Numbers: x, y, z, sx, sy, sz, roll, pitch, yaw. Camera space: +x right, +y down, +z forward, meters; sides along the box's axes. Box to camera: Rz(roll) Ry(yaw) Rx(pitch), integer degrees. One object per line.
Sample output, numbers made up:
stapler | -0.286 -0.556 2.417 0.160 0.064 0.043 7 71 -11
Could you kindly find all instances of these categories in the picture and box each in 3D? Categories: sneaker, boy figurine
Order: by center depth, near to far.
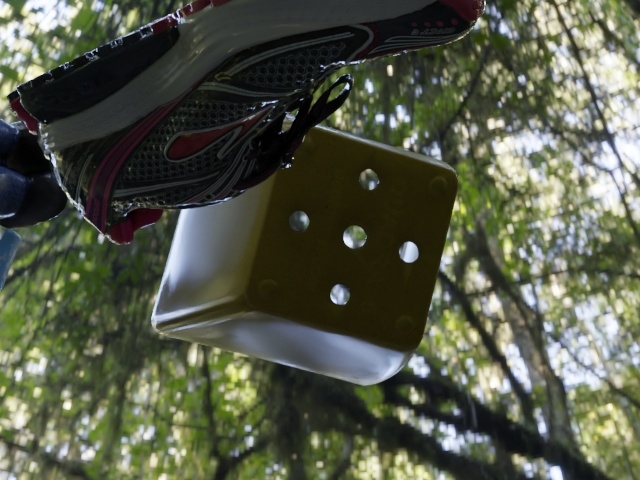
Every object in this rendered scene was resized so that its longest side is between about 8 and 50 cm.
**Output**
sneaker | -0.036 -0.085 0.648 0.299 0.121 0.112 -16 -74 39
boy figurine | -0.325 -0.088 0.951 0.092 0.177 0.285 -10 -14 23

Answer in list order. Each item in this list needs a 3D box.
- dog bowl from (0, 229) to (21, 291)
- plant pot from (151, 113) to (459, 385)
dog bowl | -0.472 0.005 1.388 0.166 0.074 0.297 1 -13 15
plant pot | 0.000 0.000 0.966 0.212 0.187 0.212 16 -96 -14
